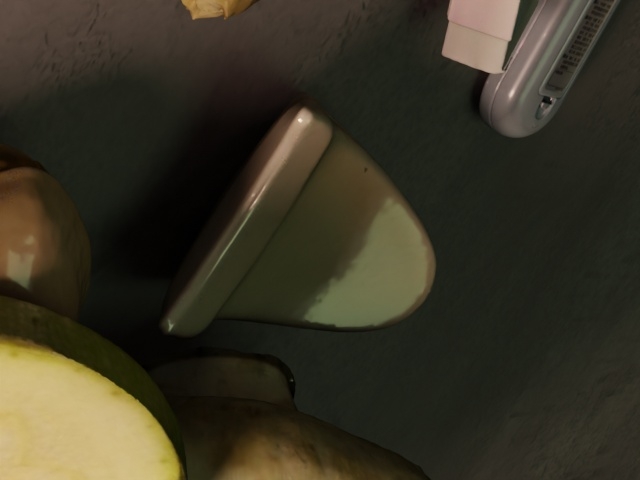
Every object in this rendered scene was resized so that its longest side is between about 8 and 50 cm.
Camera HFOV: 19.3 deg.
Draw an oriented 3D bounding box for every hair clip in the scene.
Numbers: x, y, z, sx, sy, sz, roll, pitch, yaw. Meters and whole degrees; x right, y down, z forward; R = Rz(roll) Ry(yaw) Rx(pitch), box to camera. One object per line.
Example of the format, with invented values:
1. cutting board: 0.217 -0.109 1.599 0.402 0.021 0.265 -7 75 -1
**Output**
1. hair clip: -0.016 -0.011 1.298 0.172 0.113 0.282 -57 148 8

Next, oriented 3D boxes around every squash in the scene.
1. squash: -0.197 0.126 1.060 0.252 0.049 0.252 -2 133 -2

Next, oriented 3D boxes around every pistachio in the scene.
1. pistachio: -0.180 0.016 1.056 0.113 0.113 0.149 -27 141 -39

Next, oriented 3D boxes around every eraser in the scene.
1. eraser: 0.135 -0.228 1.279 0.225 0.052 0.095 100 15 -46

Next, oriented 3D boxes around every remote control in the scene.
1. remote control: 0.202 -0.188 1.472 0.087 0.047 0.244 5 118 -55

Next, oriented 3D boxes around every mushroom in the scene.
1. mushroom: -0.069 0.221 1.305 0.352 0.260 0.352 -2 153 -1

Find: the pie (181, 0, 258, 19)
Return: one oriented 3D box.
1. pie: 0.016 -0.227 1.108 0.282 0.068 0.129 -38 156 -35
